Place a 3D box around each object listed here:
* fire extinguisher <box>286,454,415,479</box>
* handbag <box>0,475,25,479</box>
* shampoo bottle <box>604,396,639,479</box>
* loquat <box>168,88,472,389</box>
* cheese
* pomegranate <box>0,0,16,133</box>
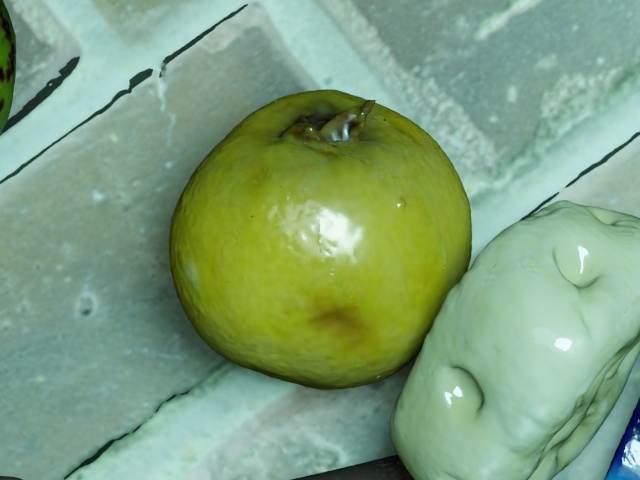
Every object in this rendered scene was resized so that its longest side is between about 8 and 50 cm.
[{"bbox_3d":[0.008,0.189,1.373,0.267,0.072,0.089,-14,40,5],"label":"fire extinguisher"},{"bbox_3d":[-0.306,0.275,1.364,0.235,0.127,0.213,-8,79,3],"label":"handbag"},{"bbox_3d":[0.291,0.171,1.348,0.183,0.050,0.087,23,76,10],"label":"shampoo bottle"},{"bbox_3d":[0.000,0.000,1.328,0.208,0.208,0.208,-1,82,6],"label":"loquat"},{"bbox_3d":[0.139,0.069,1.281,0.117,0.218,0.235,35,74,14],"label":"cheese"},{"bbox_3d":[-0.330,-0.138,1.409,0.211,0.263,0.211,-11,114,-27],"label":"pomegranate"}]
